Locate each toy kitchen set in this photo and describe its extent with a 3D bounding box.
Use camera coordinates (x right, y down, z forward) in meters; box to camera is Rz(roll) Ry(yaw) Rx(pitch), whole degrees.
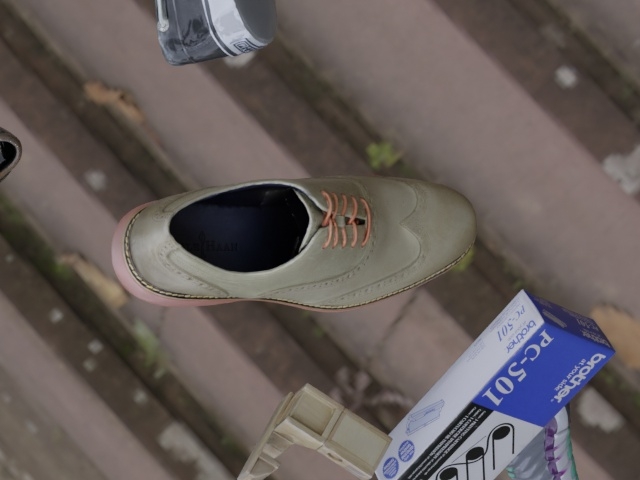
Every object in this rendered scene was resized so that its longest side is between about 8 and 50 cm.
[{"bbox_3d":[-0.008,0.157,1.161,0.075,0.068,0.083,33,155,-4],"label":"toy kitchen set"}]

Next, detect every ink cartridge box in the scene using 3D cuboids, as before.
[{"bbox_3d":[0.143,0.139,1.381,0.097,0.207,0.046,22,-153,-39],"label":"ink cartridge box"}]

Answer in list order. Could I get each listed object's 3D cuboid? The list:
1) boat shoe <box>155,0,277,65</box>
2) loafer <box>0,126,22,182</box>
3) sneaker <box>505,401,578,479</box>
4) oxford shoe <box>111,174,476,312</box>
[{"bbox_3d":[-0.112,-0.294,1.335,0.113,0.105,0.306,-6,-95,-67],"label":"boat shoe"},{"bbox_3d":[-0.383,-0.026,1.461,0.084,0.267,0.096,6,131,57],"label":"loafer"},{"bbox_3d":[0.186,0.192,1.541,0.083,0.098,0.224,-101,-2,-46],"label":"sneaker"},{"bbox_3d":[0.000,0.000,1.636,0.146,0.397,0.141,-23,77,64],"label":"oxford shoe"}]
